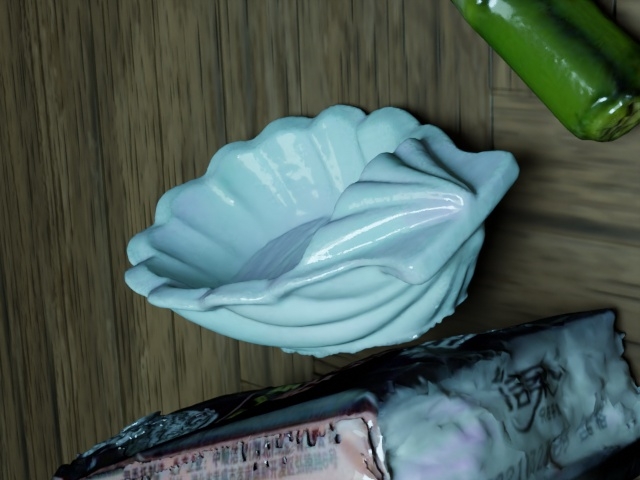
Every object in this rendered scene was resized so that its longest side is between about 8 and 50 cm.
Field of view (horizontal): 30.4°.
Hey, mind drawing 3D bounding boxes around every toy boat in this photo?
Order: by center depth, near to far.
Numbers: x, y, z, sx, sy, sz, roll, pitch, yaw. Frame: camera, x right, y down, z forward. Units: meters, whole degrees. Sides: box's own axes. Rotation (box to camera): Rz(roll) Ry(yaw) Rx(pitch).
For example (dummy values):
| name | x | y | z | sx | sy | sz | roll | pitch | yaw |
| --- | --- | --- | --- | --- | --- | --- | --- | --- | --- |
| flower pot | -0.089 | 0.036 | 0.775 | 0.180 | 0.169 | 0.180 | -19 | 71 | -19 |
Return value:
| name | x | y | z | sx | sy | sz | roll | pitch | yaw |
| --- | --- | --- | --- | --- | --- | --- | --- | --- | --- |
| toy boat | 0.000 | 0.000 | 0.748 | 0.290 | 0.199 | 0.100 | 2 | 134 | 52 |

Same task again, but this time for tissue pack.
| name | x | y | z | sx | sy | sz | roll | pitch | yaw |
| --- | --- | --- | --- | --- | --- | --- | --- | --- | --- |
| tissue pack | 0.006 | 0.138 | 0.717 | 0.332 | 0.245 | 0.123 | -21 | 85 | 45 |

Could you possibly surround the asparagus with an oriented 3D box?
| name | x | y | z | sx | sy | sz | roll | pitch | yaw |
| --- | --- | --- | --- | --- | --- | --- | --- | --- | --- |
| asparagus | 0.090 | -0.163 | 0.677 | 0.277 | 0.067 | 0.060 | 55 | 160 | 24 |
